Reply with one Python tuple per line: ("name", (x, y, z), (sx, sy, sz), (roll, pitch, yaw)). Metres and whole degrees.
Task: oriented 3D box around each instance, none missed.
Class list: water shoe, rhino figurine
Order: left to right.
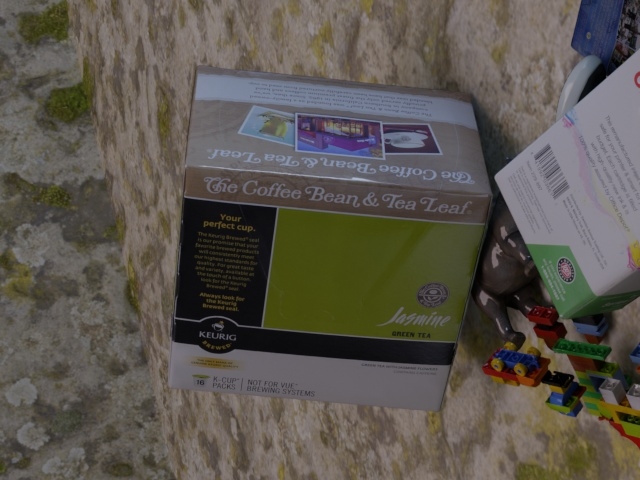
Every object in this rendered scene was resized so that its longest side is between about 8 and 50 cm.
("rhino figurine", (0.218, -0.005, 1.416), (0.106, 0.073, 0.243), (52, 143, 42))
("water shoe", (0.272, -0.081, 1.277), (0.080, 0.073, 0.203), (18, 126, 28))

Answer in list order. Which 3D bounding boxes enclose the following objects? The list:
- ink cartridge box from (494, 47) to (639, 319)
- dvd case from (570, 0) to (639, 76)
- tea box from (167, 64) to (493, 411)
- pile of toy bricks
("ink cartridge box", (0.271, -0.049, 1.142), (0.212, 0.093, 0.154), (-46, 59, 46))
("dvd case", (0.318, -0.198, 1.177), (0.253, 0.022, 0.180), (-127, 36, -47))
("tea box", (0.000, 0.000, 1.530), (0.220, 0.329, 0.323), (-91, 9, -53))
("pile of toy bricks", (0.279, 0.145, 1.331), (0.212, 0.118, 0.105), (10, 137, 49))
